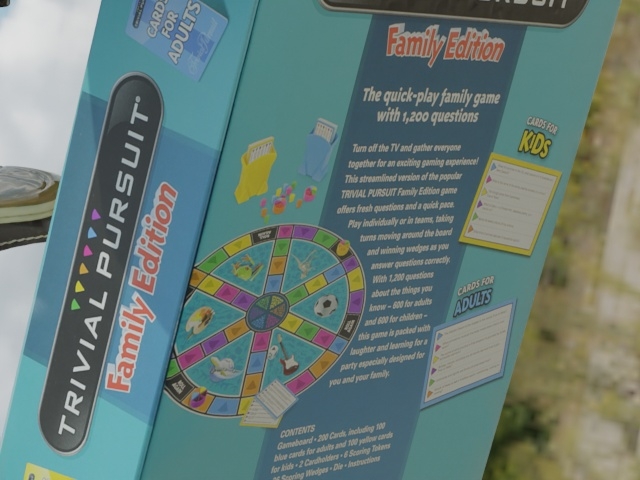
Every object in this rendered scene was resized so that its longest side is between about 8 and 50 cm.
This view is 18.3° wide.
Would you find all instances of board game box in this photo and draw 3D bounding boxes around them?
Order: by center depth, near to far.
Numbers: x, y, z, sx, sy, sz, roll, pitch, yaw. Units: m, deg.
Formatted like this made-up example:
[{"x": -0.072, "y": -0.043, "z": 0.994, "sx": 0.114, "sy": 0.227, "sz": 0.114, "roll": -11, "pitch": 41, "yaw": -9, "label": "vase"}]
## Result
[{"x": 0.000, "y": 0.000, "z": 0.840, "sx": 0.254, "sy": 0.079, "sz": 0.336, "roll": -4, "pitch": -67, "yaw": -52, "label": "board game box"}]

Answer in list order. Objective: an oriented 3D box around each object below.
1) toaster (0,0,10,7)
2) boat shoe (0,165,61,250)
[{"x": -0.153, "y": -0.166, "z": 0.648, "sx": 0.186, "sy": 0.110, "sz": 0.168, "roll": -98, "pitch": 9, "yaw": -64, "label": "toaster"}, {"x": -0.244, "y": 0.008, "z": 1.135, "sx": 0.080, "sy": 0.223, "sz": 0.073, "roll": -64, "pitch": -35, "yaw": -69, "label": "boat shoe"}]
